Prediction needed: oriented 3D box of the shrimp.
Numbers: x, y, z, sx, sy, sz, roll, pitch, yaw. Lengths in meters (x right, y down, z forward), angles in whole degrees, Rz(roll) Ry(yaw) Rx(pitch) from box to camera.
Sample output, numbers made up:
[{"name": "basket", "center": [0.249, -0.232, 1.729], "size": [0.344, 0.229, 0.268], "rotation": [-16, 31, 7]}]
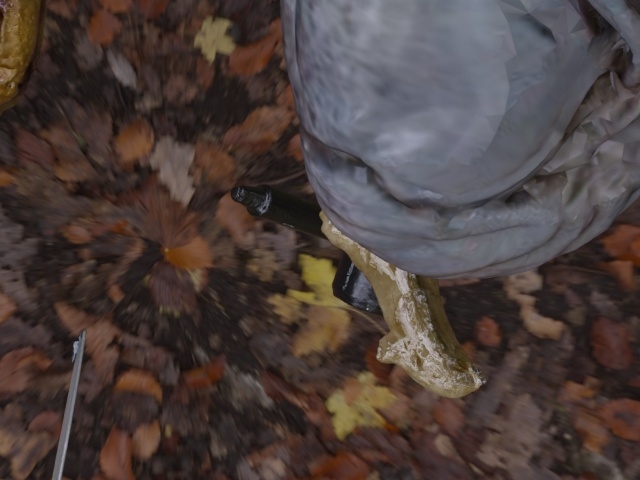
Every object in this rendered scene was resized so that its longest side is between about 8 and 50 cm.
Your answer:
[{"name": "shrimp", "center": [0.060, -0.120, 0.419], "size": [0.145, 0.116, 0.343], "rotation": [-5, 134, -5]}]

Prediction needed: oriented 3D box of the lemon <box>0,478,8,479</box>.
[{"name": "lemon", "center": [-0.278, 0.271, 1.286], "size": [0.187, 0.244, 0.186], "rotation": [16, 63, -35]}]

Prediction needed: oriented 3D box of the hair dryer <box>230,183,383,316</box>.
[{"name": "hair dryer", "center": [0.001, -0.002, 1.649], "size": [0.248, 0.070, 0.114], "rotation": [17, 94, -46]}]

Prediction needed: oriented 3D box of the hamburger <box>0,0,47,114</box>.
[{"name": "hamburger", "center": [-0.321, -0.200, 1.285], "size": [0.244, 0.163, 0.244], "rotation": [5, 98, 39]}]

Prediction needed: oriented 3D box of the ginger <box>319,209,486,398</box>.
[{"name": "ginger", "center": [0.068, -0.030, 1.407], "size": [0.148, 0.081, 0.333], "rotation": [-7, 85, -23]}]

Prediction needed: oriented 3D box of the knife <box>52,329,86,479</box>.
[{"name": "knife", "center": [-0.252, 0.243, 1.539], "size": [0.043, 0.081, 0.335], "rotation": [10, 78, -12]}]
